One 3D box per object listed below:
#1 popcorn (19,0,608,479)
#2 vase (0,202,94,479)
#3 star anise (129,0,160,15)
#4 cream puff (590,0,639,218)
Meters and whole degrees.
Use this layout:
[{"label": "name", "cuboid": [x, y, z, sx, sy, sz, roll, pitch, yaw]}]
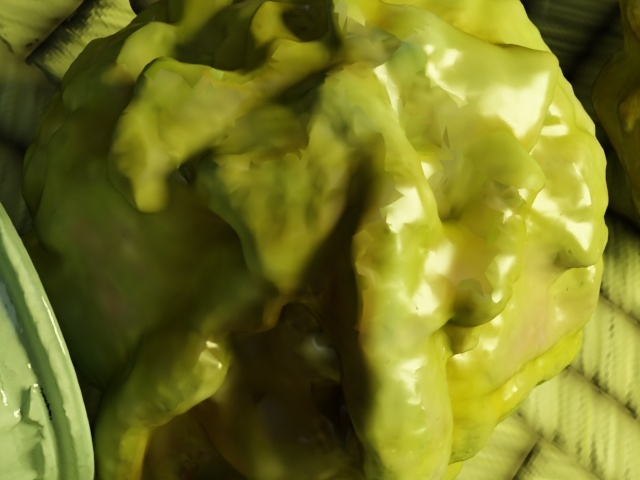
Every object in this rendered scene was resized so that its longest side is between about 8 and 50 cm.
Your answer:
[{"label": "popcorn", "cuboid": [0.000, 0.000, 0.633, 0.259, 0.212, 0.259, 10, 50, -12]}, {"label": "vase", "cuboid": [-0.244, 0.081, 0.565, 0.299, 0.143, 0.143, -22, 71, -22]}, {"label": "star anise", "cuboid": [-0.277, -0.178, 0.702, 0.316, 0.139, 0.359, -34, 89, -16]}, {"label": "cream puff", "cuboid": [0.244, -0.086, 0.762, 0.195, 0.221, 0.194, 25, 57, -46]}]
